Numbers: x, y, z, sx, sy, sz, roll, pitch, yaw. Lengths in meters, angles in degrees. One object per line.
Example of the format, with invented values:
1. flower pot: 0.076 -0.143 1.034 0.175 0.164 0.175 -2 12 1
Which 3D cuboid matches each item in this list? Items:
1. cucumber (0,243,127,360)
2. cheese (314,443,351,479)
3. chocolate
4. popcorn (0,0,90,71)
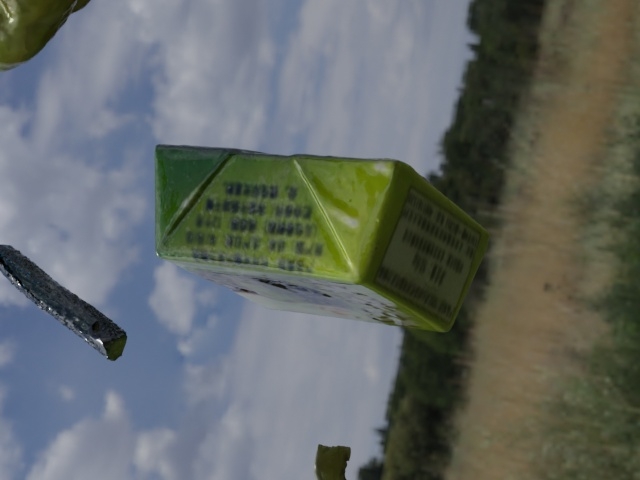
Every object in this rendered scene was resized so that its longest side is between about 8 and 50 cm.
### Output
1. cucumber: -0.340 0.072 1.674 0.044 0.256 0.043 11 -70 -58
2. cheese: 0.023 0.281 1.560 0.060 0.041 0.084 3 -126 -53
3. chocolate: 0.000 0.000 1.445 0.301 0.288 0.137 29 -110 -61
4. popcorn: -0.239 -0.258 0.871 0.235 0.250 0.242 -62 0 34
